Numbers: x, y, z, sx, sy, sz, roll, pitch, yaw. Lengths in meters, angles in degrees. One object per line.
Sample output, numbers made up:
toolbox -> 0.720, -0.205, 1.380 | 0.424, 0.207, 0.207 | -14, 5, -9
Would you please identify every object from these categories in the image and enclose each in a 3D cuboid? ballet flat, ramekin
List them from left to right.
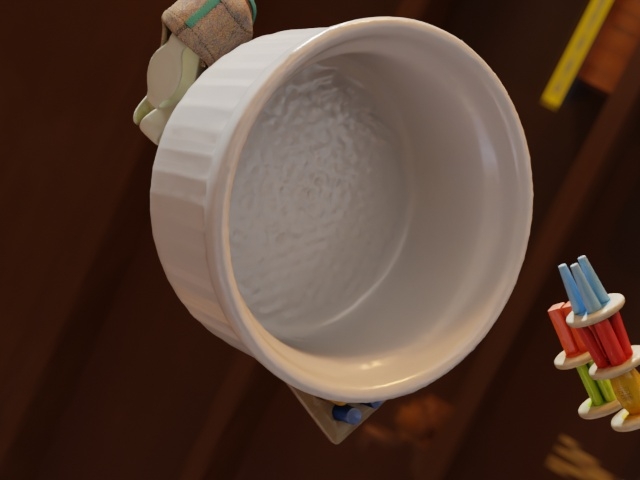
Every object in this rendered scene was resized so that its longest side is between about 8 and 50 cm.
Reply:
ballet flat -> -0.144, -0.160, 1.958 | 0.106, 0.107, 0.316 | -44, -16, -27
ramekin -> 0.009, -0.029, 1.384 | 0.277, 0.135, 0.277 | -6, -78, -33

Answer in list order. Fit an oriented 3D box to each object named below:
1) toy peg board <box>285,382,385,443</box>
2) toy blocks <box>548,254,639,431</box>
toy peg board -> 0.043, 0.132, 2.175 | 0.161, 0.160, 0.079 | -41, 20, -15
toy blocks -> 0.229, 0.081, 1.591 | 0.054, 0.148, 0.123 | -27, 11, -13
